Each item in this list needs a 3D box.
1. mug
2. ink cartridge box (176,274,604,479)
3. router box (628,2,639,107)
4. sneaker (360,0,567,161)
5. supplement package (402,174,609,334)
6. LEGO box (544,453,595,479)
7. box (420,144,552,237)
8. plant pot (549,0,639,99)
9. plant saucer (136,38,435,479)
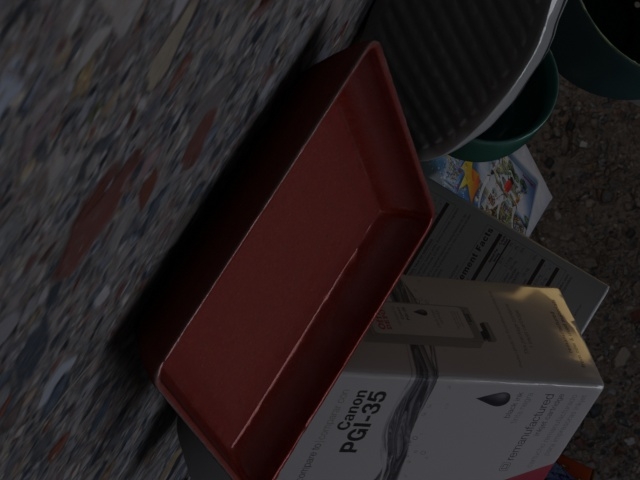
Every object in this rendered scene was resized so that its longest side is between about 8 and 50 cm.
[{"bbox_3d":[0.137,-0.141,1.634,0.097,0.158,0.129,120,-21,-76],"label":"mug"},{"bbox_3d":[0.051,0.136,1.403,0.117,0.283,0.207,-110,-146,-42],"label":"ink cartridge box"},{"bbox_3d":[0.480,-0.362,2.428,0.335,0.301,0.082,-60,174,12],"label":"router box"},{"bbox_3d":[0.134,-0.204,1.231,0.321,0.126,0.127,-63,167,17],"label":"sneaker"},{"bbox_3d":[0.112,0.071,1.705,0.198,0.263,0.199,-58,173,-7],"label":"supplement package"},{"bbox_3d":[0.016,0.388,1.936,0.500,0.372,0.193,-62,173,19],"label":"LEGO box"},{"bbox_3d":[0.166,-0.066,1.912,0.159,0.044,0.233,-56,136,-24],"label":"box"},{"bbox_3d":[0.405,-0.313,2.226,0.293,0.293,0.235,-57,-173,-18],"label":"plant pot"},{"bbox_3d":[-0.023,0.023,1.154,0.258,0.048,0.259,-58,157,-16],"label":"plant saucer"}]
